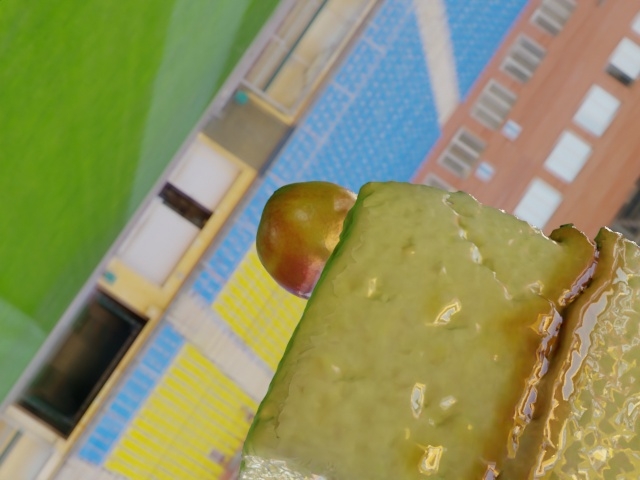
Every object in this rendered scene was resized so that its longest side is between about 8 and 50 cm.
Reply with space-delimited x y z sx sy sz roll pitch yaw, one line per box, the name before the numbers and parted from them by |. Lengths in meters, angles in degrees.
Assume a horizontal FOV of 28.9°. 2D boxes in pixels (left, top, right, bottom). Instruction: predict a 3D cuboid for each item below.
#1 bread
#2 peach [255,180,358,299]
bread | 0.099 0.089 0.602 0.135 0.240 0.178 108 6 -68
peach | 0.000 -0.001 0.991 0.100 0.101 0.101 -55 -175 8
